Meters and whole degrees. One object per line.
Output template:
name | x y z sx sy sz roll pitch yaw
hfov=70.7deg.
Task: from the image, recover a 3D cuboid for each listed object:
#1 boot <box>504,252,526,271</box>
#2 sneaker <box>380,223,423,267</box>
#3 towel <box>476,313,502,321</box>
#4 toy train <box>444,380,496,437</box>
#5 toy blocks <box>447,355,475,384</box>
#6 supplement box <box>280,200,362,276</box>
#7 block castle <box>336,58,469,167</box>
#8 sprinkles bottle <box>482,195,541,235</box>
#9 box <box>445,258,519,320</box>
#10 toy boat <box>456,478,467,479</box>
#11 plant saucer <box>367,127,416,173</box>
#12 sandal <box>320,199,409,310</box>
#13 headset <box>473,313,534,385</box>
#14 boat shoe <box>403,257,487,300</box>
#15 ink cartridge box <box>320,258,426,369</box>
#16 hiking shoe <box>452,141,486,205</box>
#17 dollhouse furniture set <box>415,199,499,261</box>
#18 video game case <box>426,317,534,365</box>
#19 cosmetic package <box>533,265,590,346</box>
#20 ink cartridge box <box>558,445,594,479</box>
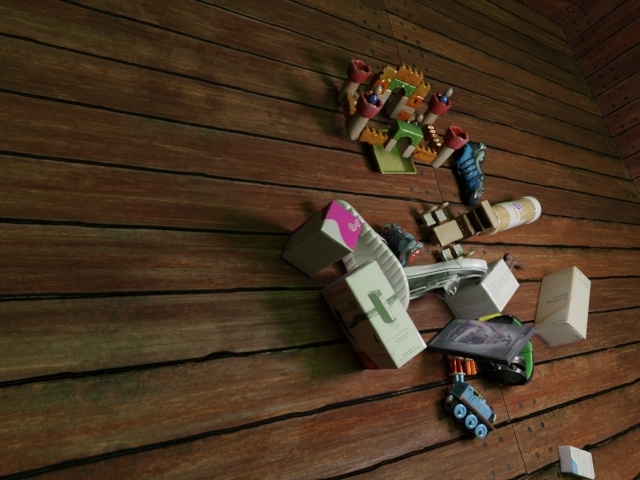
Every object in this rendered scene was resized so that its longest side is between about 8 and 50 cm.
boot | 0.796 0.117 1.867 0.106 0.037 0.114 39 48 3
sneaker | 0.240 0.008 1.449 0.125 0.104 0.262 37 8 -5
towel | 0.676 0.325 1.699 0.237 0.021 0.102 34 50 -17
toy train | 0.472 0.528 1.404 0.184 0.080 0.105 44 80 -9
toy blocks | 0.472 0.416 1.492 0.123 0.054 0.148 14 63 -31
supplement box | 0.000 0.000 1.258 0.113 0.220 0.111 34 53 -16
block castle | 0.302 -0.479 1.643 0.452 0.213 0.303 13 46 -23
sprinkles bottle | 0.802 -0.108 1.926 0.355 0.121 0.121 -14 77 -38
box | 0.562 0.177 1.585 0.181 0.182 0.119 -34 92 -40
toy boat | 0.455 0.778 1.243 0.231 0.151 0.151 46 51 -8
plant saucer | 0.258 -0.326 1.705 0.188 0.045 0.189 -5 71 -36
sandal | 0.149 0.052 1.401 0.417 0.169 0.102 61 18 3
headset | 0.640 0.373 1.526 0.393 0.185 0.244 5 71 -42
boat shoe | 0.394 0.140 1.484 0.334 0.121 0.119 -9 68 -5
ink cartridge box | 0.139 0.212 1.256 0.114 0.197 0.273 -28 85 -25
hiking shoe | 0.623 -0.285 1.919 0.131 0.113 0.304 9 66 3
dollhouse furniture set | 0.519 -0.048 1.675 0.242 0.161 0.212 -18 80 -39
video game case | 0.500 0.312 1.425 0.196 0.274 0.026 -27 106 -40
cosmetic package | 0.995 0.269 1.854 0.113 0.160 0.310 42 50 -10
ink cartridge box | 0.916 0.796 1.615 0.122 0.052 0.089 25 57 -21
